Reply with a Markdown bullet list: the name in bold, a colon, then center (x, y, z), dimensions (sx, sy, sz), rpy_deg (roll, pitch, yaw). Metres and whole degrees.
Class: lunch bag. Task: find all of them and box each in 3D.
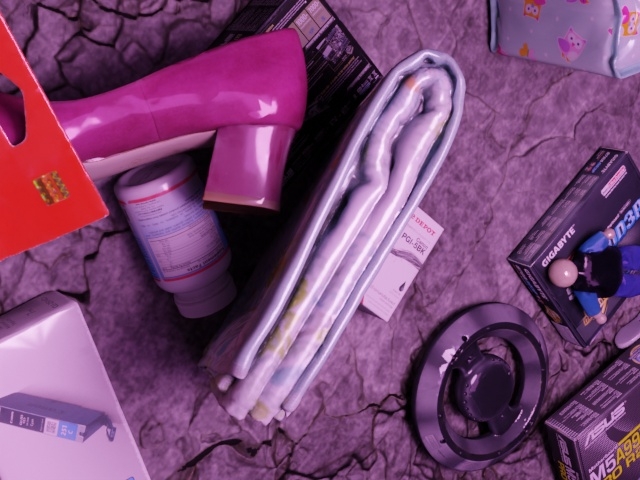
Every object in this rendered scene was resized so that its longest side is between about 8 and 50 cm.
- **lunch bag**: center (0.365, -0.298, 1.309), dimensions (0.262, 0.223, 0.160), rpy_deg (-21, 117, -30)

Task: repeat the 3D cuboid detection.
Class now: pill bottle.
- **pill bottle**: center (-0.145, -0.003, 1.127), dimensions (0.087, 0.087, 0.160), rpy_deg (-32, 116, -23)

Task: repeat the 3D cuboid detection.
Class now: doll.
- **doll**: center (0.378, 0.047, 1.439), dimensions (0.189, 0.046, 0.129), rpy_deg (3, 99, -33)

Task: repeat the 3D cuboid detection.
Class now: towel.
- **towel**: center (0.000, 0.000, 1.094), dimensions (0.090, 0.320, 0.374), rpy_deg (32, 83, -7)

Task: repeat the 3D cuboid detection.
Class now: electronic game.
- **electronic game**: center (0.213, 0.192, 1.426), dimensions (0.229, 0.048, 0.229), rpy_deg (-8, 104, -32)

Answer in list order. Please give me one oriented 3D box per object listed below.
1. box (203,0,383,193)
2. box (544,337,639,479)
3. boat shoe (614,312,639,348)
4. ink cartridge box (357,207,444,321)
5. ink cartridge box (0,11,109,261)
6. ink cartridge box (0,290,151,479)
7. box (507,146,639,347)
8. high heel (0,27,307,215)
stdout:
- **box**: center (-0.047, -0.165, 1.158), dimensions (0.180, 0.078, 0.147), rpy_deg (-51, 121, -13)
- **box**: center (0.451, 0.267, 1.571), dimensions (0.270, 0.060, 0.216), rpy_deg (-35, 128, -22)
- **boat shoe**: center (0.469, 0.132, 1.589), dimensions (0.100, 0.035, 0.035), rpy_deg (-40, 117, -27)
- **ink cartridge box**: center (0.069, 0.012, 1.287), dimensions (0.099, 0.056, 0.135), rpy_deg (37, 81, -33)
- **ink cartridge box**: center (-0.339, -0.071, 0.886), dimensions (0.239, 0.060, 0.275), rpy_deg (-23, 118, 1)
- **ink cartridge box**: center (-0.316, 0.238, 1.085), dimensions (0.261, 0.066, 0.296), rpy_deg (-29, 115, -26)
- **box**: center (0.374, 0.009, 1.488), dimensions (0.220, 0.051, 0.175), rpy_deg (-47, 121, -15)
- **high heel**: center (-0.203, -0.138, 1.016), dimensions (0.378, 0.127, 0.181), rpy_deg (10, 82, -14)
